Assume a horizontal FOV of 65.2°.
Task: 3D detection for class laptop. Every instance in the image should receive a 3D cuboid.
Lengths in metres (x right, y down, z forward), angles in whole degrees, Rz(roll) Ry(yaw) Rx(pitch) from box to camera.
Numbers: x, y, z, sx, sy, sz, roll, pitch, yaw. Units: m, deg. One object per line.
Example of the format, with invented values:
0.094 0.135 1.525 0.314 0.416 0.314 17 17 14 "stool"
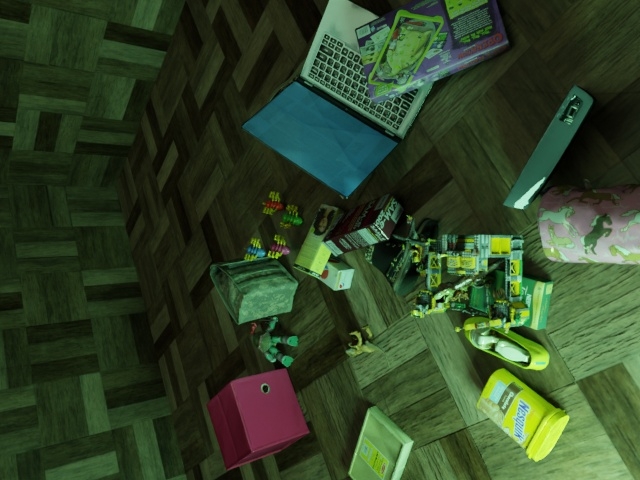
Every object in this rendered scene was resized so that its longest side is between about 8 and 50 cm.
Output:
0.056 -0.402 1.354 0.382 0.236 0.407 35 121 15 "laptop"

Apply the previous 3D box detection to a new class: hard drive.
0.468 -0.184 1.016 0.054 0.172 0.254 33 117 20 "hard drive"

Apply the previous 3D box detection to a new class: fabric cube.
-0.241 0.670 1.889 0.259 0.254 0.258 -48 55 41 "fabric cube"

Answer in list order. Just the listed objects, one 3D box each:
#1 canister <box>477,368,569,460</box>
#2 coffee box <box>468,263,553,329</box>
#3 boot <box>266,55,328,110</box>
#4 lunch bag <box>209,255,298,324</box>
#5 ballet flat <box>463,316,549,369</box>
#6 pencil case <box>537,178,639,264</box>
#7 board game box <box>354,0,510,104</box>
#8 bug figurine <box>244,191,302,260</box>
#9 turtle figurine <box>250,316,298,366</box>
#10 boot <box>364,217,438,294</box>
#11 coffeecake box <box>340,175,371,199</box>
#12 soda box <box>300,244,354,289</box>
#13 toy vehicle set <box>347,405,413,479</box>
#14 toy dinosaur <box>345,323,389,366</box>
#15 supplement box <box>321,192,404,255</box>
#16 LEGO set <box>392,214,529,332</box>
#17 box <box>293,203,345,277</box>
0.452 0.390 1.138 0.170 0.073 0.126 39 121 45 "canister"
0.438 0.125 1.166 0.184 0.041 0.113 19 107 50 "coffee box"
-0.069 -0.404 1.656 0.377 0.138 0.284 -39 44 38 "boot"
-0.262 0.153 1.901 0.287 0.235 0.168 44 130 41 "lunch bag"
0.415 0.238 1.172 0.231 0.077 0.077 22 110 50 "ballet flat"
0.587 -0.040 0.872 0.386 0.160 0.167 0 88 53 "pencil case"
0.266 -0.499 1.238 0.347 0.056 0.208 -16 74 26 "board game box"
-0.173 -0.036 1.870 0.216 0.072 0.278 16 81 40 "bug figurine"
-0.194 0.393 1.934 0.234 0.118 0.175 12 102 45 "turtle figurine"
0.219 0.012 1.406 0.178 0.085 0.236 45 124 44 "boot"
0.078 -0.241 1.581 0.185 0.068 0.142 54 130 35 "coffeecake box"
0.016 0.086 1.679 0.216 0.069 0.073 33 117 45 "soda box"
0.177 0.666 1.532 0.166 0.035 0.266 35 119 45 "toy vehicle set"
0.149 0.322 1.544 0.211 0.064 0.112 -19 95 60 "toy dinosaur"
0.122 -0.043 1.481 0.073 0.130 0.239 45 144 -20 "supplement box"
0.300 0.084 1.150 0.331 0.192 0.254 15 101 52 "LEGO set"
0.000 0.000 1.630 0.087 0.058 0.232 17 82 46 "box"
